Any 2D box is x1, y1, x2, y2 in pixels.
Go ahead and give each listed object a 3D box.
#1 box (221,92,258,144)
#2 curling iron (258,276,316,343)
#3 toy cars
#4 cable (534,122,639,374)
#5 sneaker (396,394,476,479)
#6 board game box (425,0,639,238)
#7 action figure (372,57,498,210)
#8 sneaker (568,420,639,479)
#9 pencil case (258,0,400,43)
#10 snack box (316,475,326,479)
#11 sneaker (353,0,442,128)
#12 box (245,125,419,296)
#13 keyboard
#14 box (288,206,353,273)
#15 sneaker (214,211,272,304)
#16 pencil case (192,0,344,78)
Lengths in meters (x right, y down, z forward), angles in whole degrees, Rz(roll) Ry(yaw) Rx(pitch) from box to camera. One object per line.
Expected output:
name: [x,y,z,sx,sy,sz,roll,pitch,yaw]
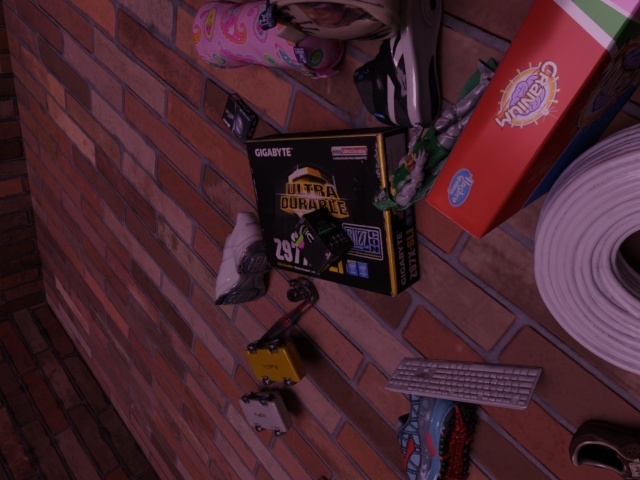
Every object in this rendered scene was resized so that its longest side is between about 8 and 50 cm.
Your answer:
box: [-0.166,-0.249,0.989,0.083,0.018,0.067,51,137,18]
curling iron: [-0.080,0.168,1.077,0.068,0.035,0.274,55,138,20]
toy cars: [-0.105,0.342,1.150,0.176,0.087,0.393,39,136,28]
cable: [0.334,0.015,0.454,0.257,0.089,0.257,-11,110,48]
sneaker: [0.191,0.358,0.844,0.125,0.104,0.261,35,126,51]
board game box: [0.242,-0.169,0.416,0.064,0.242,0.316,43,135,23]
action figure: [0.144,-0.115,0.619,0.064,0.137,0.232,26,129,-17]
sneaker: [0.399,0.267,0.577,0.188,0.071,0.066,-16,95,50]
pencil case: [0.012,-0.445,0.548,0.184,0.160,0.410,9,103,36]
snack box: [0.046,0.708,1.162,0.207,0.070,0.174,29,127,35]
sneaker: [0.094,-0.262,0.655,0.121,0.079,0.216,15,119,42]
box: [0.012,-0.059,0.841,0.322,0.079,0.257,10,116,44]
keyboard: [0.213,0.219,0.758,0.256,0.072,0.014,-11,124,49]
box: [0.000,0.000,0.783,0.083,0.052,0.062,53,139,14]
sneaker: [-0.176,0.052,1.096,0.297,0.111,0.129,-54,46,45]
pencil case: [-0.089,-0.333,0.791,0.284,0.124,0.124,22,122,38]
